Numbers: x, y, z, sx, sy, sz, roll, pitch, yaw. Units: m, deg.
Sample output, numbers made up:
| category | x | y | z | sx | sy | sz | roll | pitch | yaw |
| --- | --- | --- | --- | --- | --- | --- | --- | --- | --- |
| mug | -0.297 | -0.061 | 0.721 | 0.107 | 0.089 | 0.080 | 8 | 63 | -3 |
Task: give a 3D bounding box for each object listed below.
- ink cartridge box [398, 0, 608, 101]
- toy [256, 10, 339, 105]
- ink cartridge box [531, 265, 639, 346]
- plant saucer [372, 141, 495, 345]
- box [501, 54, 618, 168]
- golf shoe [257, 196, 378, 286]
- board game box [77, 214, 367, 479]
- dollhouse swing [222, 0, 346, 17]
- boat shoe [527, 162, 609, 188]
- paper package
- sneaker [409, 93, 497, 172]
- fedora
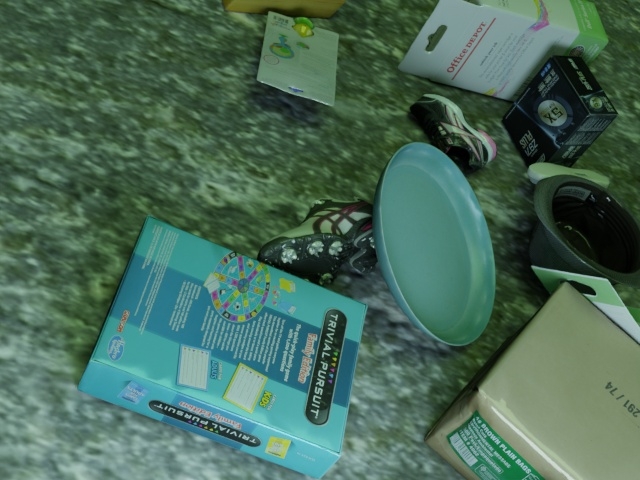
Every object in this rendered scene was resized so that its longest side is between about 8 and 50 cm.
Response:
| category | x | y | z | sx | sy | sz | roll | pitch | yaw |
| --- | --- | --- | --- | --- | --- | --- | --- | --- | --- |
| ink cartridge box | 0.335 | -0.389 | 1.947 | 0.353 | 0.207 | 0.119 | 11 | 51 | -21 |
| toy | -0.042 | -0.307 | 1.785 | 0.136 | 0.056 | 0.237 | 17 | 43 | -11 |
| ink cartridge box | 0.445 | 0.117 | 1.559 | 0.056 | 0.171 | 0.235 | -43 | 113 | -19 |
| plant saucer | 0.170 | 0.007 | 1.564 | 0.317 | 0.043 | 0.318 | 23 | 60 | -47 |
| box | 0.438 | -0.228 | 1.890 | 0.077 | 0.180 | 0.147 | -4 | 57 | -32 |
| golf shoe | 0.000 | 0.000 | 1.543 | 0.272 | 0.105 | 0.120 | -10 | 44 | -41 |
| board game box | -0.119 | 0.139 | 1.361 | 0.336 | 0.079 | 0.254 | 23 | 46 | -10 |
| dollhouse swing | -0.056 | -0.644 | 1.882 | 0.315 | 0.305 | 0.347 | -3 | 57 | -31 |
| boat shoe | 0.447 | -0.100 | 1.873 | 0.184 | 0.063 | 0.066 | 2 | 30 | -36 |
| paper package | 0.369 | 0.275 | 1.453 | 0.325 | 0.168 | 0.309 | 43 | 46 | 8 |
| sneaker | 0.230 | -0.190 | 1.829 | 0.178 | 0.072 | 0.077 | 37 | 56 | 12 |
| fedora | 0.437 | 0.013 | 1.731 | 0.243 | 0.124 | 0.275 | 27 | 38 | -10 |
